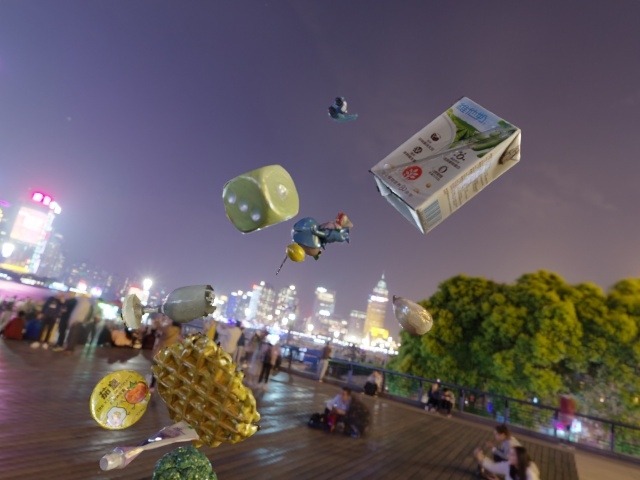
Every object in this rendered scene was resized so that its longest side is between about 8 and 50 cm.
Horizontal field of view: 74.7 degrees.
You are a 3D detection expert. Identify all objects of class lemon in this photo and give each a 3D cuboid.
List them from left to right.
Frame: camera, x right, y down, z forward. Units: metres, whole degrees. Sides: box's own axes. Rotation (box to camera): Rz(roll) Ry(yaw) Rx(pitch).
[{"bbox_3d":[-0.093,0.050,1.597,0.092,0.065,0.065,45,-28,-28],"label":"lemon"}]

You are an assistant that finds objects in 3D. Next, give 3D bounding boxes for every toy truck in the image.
[{"bbox_3d":[0.072,-0.411,1.344,0.090,0.073,0.056,35,19,-14],"label":"toy truck"}]

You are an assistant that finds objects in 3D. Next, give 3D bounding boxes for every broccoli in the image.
[{"bbox_3d":[-0.536,0.957,1.654,0.269,0.270,0.270,3,-33,2],"label":"broccoli"}]

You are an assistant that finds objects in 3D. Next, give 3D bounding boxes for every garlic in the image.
[{"bbox_3d":[0.388,0.313,1.768,0.206,0.128,0.115,43,-38,3],"label":"garlic"}]

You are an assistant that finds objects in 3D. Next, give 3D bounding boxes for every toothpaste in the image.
[{"bbox_3d":[-0.415,0.506,1.045,0.075,0.048,0.301,3,-8,22],"label":"toothpaste"}]

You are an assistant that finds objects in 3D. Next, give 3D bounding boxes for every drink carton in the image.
[{"bbox_3d":[0.316,-0.191,1.079,0.194,0.324,0.132,51,-1,36],"label":"drink carton"}]

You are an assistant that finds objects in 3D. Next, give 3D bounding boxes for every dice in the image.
[{"bbox_3d":[-0.264,-0.184,1.870,0.249,0.252,0.254,-18,4,32],"label":"dice"}]

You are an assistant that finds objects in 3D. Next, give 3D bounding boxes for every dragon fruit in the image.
[{"bbox_3d":[0.091,-0.075,1.769,0.056,0.060,0.083,32,-10,40],"label":"dragon fruit"}]

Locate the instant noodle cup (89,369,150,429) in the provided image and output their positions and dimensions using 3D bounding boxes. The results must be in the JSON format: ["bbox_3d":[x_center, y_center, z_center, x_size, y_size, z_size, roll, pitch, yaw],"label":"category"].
[{"bbox_3d":[-0.685,0.530,1.408,0.182,0.182,0.144,20,-26,-32],"label":"instant noodle cup"}]

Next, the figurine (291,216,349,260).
[{"bbox_3d":[0.000,0.002,1.274,0.178,0.145,0.114,0,24,3],"label":"figurine"}]

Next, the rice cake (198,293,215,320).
[{"bbox_3d":[-0.471,0.275,1.759,0.034,0.043,0.211,15,12,-7],"label":"rice cake"}]

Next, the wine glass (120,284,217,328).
[{"bbox_3d":[-0.546,0.238,1.525,0.320,0.144,0.143,-9,-16,8],"label":"wine glass"}]

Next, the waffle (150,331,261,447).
[{"bbox_3d":[-0.375,0.481,1.329,0.382,0.380,0.095,-26,0,29],"label":"waffle"}]

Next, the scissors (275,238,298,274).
[{"bbox_3d":[-0.144,0.040,2.118,0.024,0.318,0.160,29,6,-17],"label":"scissors"}]
